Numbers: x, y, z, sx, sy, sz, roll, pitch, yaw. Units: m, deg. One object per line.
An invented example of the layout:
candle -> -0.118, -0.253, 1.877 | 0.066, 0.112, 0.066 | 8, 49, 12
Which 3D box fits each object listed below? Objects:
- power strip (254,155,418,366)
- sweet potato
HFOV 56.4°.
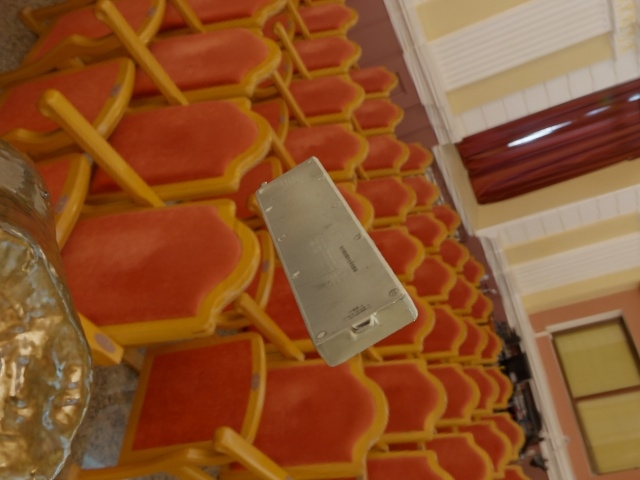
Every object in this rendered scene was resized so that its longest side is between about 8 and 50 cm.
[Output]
power strip -> 0.000, 0.000, 0.716 | 0.043, 0.106, 0.367 | 58, 3, -35
sweet potato -> -0.253, 0.013, 0.412 | 0.370, 0.158, 0.157 | 43, -13, 53
